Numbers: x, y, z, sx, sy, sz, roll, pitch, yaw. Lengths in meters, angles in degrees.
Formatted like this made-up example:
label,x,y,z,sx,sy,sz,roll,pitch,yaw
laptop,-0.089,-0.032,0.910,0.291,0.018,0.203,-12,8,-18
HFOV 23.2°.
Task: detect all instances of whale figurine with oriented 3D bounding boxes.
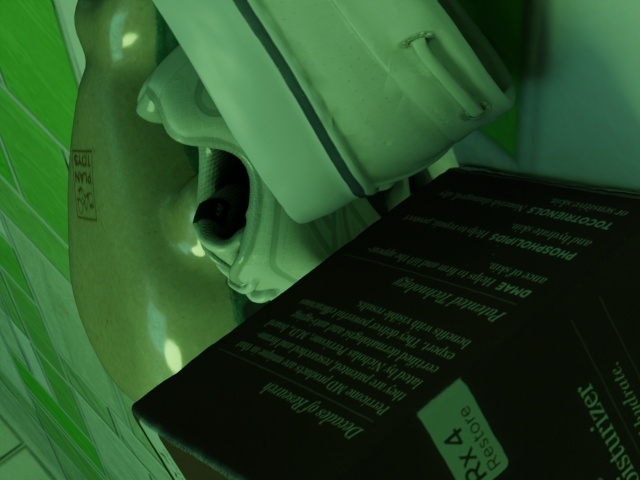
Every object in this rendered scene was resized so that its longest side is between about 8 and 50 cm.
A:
label,x,y,z,sx,sy,sz,roll,pitch,yaw
whale figurine,-0.076,-0.032,0.947,0.216,0.141,0.272,5,105,65

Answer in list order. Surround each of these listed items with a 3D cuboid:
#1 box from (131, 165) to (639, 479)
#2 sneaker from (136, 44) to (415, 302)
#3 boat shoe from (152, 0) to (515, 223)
label,x,y,z,sx,sy,sz,roll,pitch,yaw
box,0.064,0.095,0.680,0.167,0.203,0.168,15,139,60
sneaker,0.000,0.000,0.799,0.110,0.118,0.292,25,148,50
boat shoe,0.001,-0.142,0.518,0.367,0.156,0.135,58,-168,-50
